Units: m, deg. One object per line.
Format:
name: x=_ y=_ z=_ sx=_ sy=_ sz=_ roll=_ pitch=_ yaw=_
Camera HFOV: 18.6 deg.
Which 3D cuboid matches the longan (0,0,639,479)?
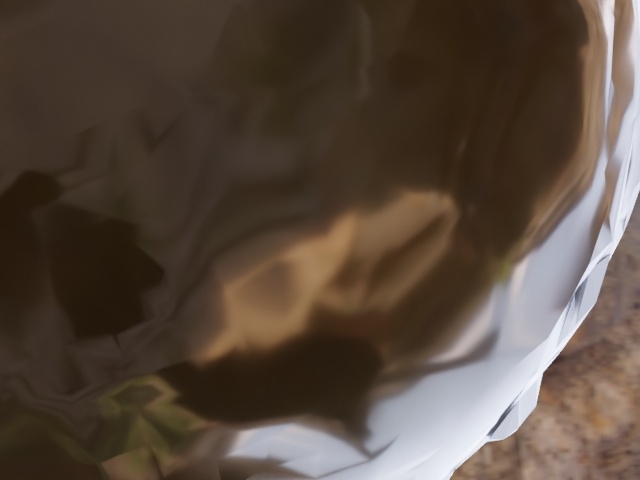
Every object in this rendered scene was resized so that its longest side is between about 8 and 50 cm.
longan: x=-0.062 y=-0.060 z=0.795 sx=0.436 sy=0.404 sz=0.404 roll=-38 pitch=-114 yaw=-19
